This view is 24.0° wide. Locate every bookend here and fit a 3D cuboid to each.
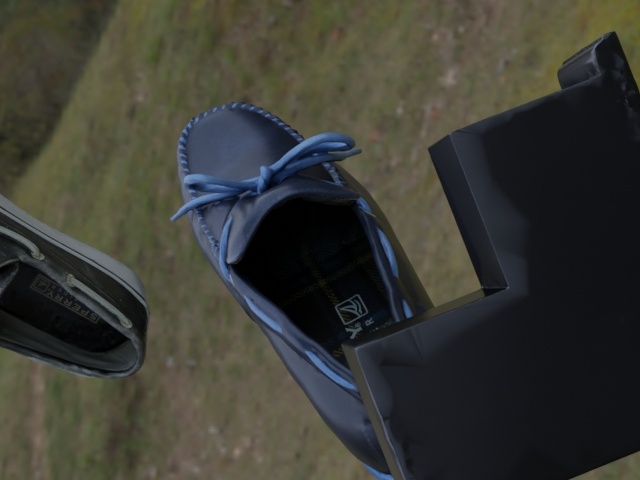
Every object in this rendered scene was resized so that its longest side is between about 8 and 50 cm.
[{"bbox_3d":[0.069,0.020,0.613,0.072,0.157,0.156,156,92,-85],"label":"bookend"}]

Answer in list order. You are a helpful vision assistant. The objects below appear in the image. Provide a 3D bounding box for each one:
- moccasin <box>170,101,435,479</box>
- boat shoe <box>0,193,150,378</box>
[{"bbox_3d":[0.000,0.000,0.977,0.342,0.138,0.117,48,169,41],"label":"moccasin"},{"bbox_3d":[-0.195,0.015,0.862,0.078,0.219,0.070,-59,20,20],"label":"boat shoe"}]
